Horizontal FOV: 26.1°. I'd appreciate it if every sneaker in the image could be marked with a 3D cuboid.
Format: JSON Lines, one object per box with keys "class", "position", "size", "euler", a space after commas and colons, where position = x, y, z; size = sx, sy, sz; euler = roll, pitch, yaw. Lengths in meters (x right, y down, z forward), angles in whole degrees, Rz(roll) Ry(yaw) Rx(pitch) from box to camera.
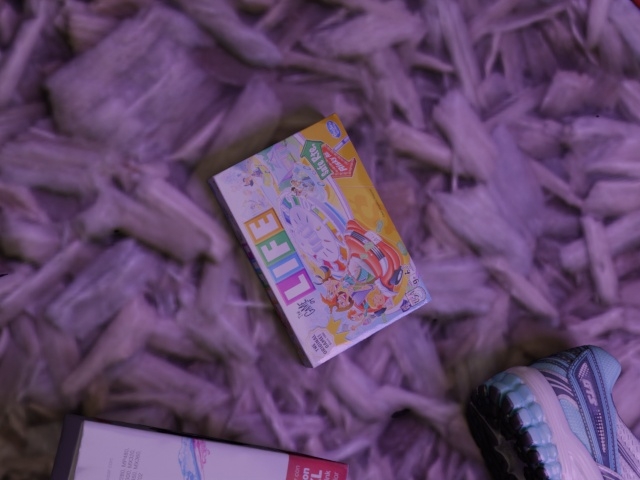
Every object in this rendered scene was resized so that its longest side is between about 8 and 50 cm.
{"class": "sneaker", "position": [0.225, 0.206, 1.000], "size": [0.122, 0.110, 0.283], "euler": [-27, 94, -19]}

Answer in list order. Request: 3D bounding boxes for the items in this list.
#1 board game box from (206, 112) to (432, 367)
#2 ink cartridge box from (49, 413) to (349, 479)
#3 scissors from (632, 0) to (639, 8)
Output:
{"class": "board game box", "position": [0.000, 0.000, 0.992], "size": [0.103, 0.026, 0.154], "euler": [-29, 94, -15]}
{"class": "ink cartridge box", "position": [-0.085, 0.164, 0.905], "size": [0.175, 0.127, 0.072], "euler": [12, 82, -15]}
{"class": "scissors", "position": [0.375, -0.166, 1.113], "size": [0.297, 0.021, 0.109], "euler": [32, 76, -12]}
